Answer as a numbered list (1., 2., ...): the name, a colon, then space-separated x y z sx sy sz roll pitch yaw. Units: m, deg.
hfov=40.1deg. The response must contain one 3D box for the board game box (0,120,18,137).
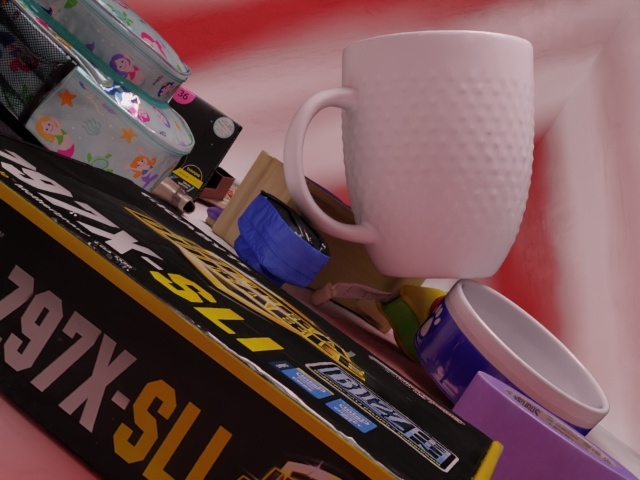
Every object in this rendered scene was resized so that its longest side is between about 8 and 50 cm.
1. board game box: -0.383 -0.150 0.955 0.090 0.020 0.090 35 3 23

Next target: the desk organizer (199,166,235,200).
1. desk organizer: -0.216 -0.110 1.613 0.047 0.050 0.130 38 15 22

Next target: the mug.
1. mug: 0.124 -0.112 1.254 0.374 0.328 0.276 -1 1 -23

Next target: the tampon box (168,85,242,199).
1. tampon box: -0.223 -0.157 1.465 0.120 0.161 0.101 33 3 -5

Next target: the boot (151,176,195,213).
1. boot: -0.226 -0.075 1.260 0.087 0.042 0.118 36 4 14

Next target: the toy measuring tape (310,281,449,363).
1. toy measuring tape: 0.127 0.131 1.338 0.330 0.121 0.121 8 20 -42

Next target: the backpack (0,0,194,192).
1. backpack: -0.249 -0.163 0.947 0.253 0.191 0.225 49 6 -3

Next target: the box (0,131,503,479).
1. box: -0.062 0.057 0.470 0.322 0.079 0.257 34 5 16

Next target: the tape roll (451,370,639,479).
1. tape roll: 0.213 0.215 0.863 0.189 0.080 0.189 33 3 -2

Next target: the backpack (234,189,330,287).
1. backpack: -0.049 0.012 1.156 0.098 0.101 0.120 29 9 -42

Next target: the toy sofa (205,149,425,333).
1. toy sofa: 0.000 0.000 1.427 0.362 0.150 0.177 31 5 -41

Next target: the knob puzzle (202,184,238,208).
1. knob puzzle: -0.235 -0.106 1.731 0.213 0.030 0.213 31 14 -9

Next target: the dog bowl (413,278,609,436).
1. dog bowl: 0.261 0.177 1.209 0.265 0.104 0.265 35 16 -11
